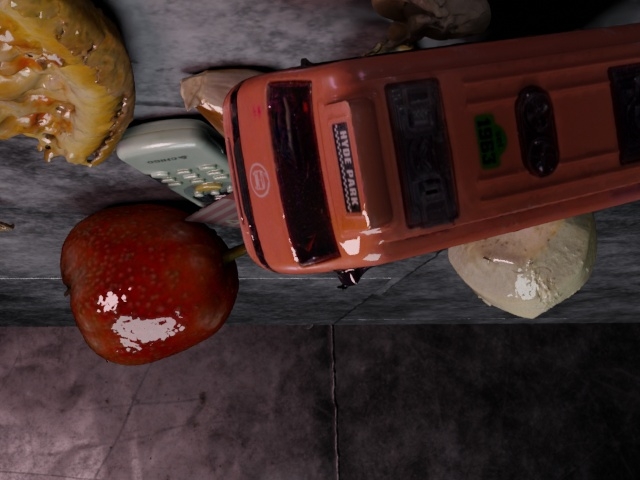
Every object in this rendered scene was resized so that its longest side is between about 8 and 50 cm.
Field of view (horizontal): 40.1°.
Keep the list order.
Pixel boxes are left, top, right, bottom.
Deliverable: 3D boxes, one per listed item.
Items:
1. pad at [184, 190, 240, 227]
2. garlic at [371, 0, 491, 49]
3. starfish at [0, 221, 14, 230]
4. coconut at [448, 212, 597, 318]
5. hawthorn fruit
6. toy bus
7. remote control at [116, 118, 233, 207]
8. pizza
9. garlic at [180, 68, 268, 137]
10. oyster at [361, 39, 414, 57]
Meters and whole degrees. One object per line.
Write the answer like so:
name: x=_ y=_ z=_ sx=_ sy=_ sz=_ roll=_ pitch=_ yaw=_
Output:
pad: x=-0.049 y=-0.037 z=1.452 sx=0.299 sy=0.005 sz=0.202 roll=8 pitch=164 yaw=-31
garlic: x=0.105 y=-0.222 z=0.826 sx=0.113 sy=0.074 sz=0.094 roll=4 pitch=-178 yaw=-1
starfish: x=-0.634 y=-0.041 z=1.483 sx=0.213 sy=0.057 sz=0.238 roll=6 pitch=162 yaw=-3
coconut: x=0.329 y=0.001 z=1.421 sx=0.245 sy=0.245 sz=0.247 roll=-8 pitch=159 yaw=21
hawthorn fruit: x=-0.270 y=0.057 z=1.523 sx=0.369 sy=0.285 sz=0.285 roll=-19 pitch=163 yaw=9
toy bus: x=0.137 y=-0.093 z=0.847 sx=0.427 sy=0.203 sz=0.233 roll=-13 pitch=-173 yaw=-26
remote control: x=-0.174 y=-0.107 z=1.283 sx=0.140 sy=0.056 sz=0.296 roll=-8 pitch=166 yaw=16
pizza: x=-0.342 y=-0.181 z=0.911 sx=0.435 sy=0.080 sz=0.392 roll=5 pitch=163 yaw=-41
garlic: x=-0.089 y=-0.153 z=1.094 sx=0.128 sy=0.090 sz=0.198 roll=10 pitch=176 yaw=13
oyster: x=0.080 y=-0.167 z=1.064 sx=0.166 sy=0.094 sz=0.294 roll=-17 pitch=155 yaw=-5
